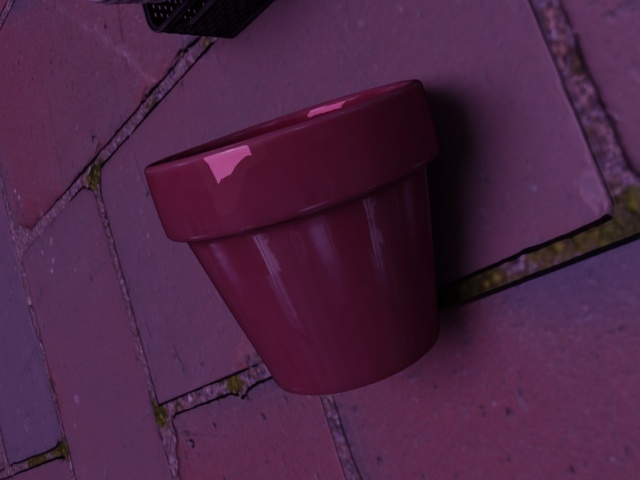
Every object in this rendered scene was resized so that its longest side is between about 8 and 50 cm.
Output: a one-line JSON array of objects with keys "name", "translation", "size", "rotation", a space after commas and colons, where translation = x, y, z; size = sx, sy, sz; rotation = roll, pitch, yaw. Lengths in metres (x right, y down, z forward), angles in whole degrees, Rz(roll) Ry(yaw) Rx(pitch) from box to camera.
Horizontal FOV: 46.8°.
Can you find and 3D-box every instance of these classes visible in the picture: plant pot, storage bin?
[{"name": "plant pot", "translation": [0.000, 0.000, 0.529], "size": [0.201, 0.201, 0.180], "rotation": [-5, 109, 49]}, {"name": "storage bin", "translation": [-0.112, -0.289, 0.672], "size": [0.122, 0.084, 0.180], "rotation": [-25, 78, 47]}]

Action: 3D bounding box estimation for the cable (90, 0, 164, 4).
[{"name": "cable", "translation": [-0.164, -0.317, 0.571], "size": [0.257, 0.089, 0.257], "rotation": [63, 145, 16]}]
